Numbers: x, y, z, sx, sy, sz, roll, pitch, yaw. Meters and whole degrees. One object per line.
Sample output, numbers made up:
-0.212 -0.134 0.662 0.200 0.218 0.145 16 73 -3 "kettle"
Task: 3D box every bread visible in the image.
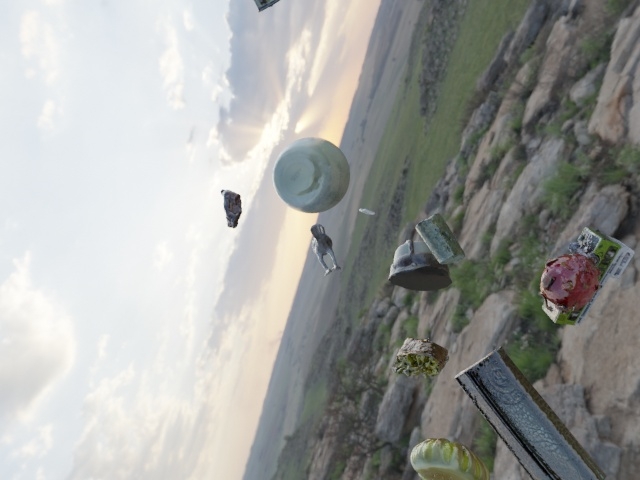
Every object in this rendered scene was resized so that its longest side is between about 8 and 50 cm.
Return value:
0.354 0.607 1.315 0.105 0.213 0.213 -59 -8 -38 "bread"

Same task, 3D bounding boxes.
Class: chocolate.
0.444 0.101 2.179 0.283 0.283 0.186 109 168 -69 "chocolate"

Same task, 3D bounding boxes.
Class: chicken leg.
-0.281 -0.111 1.518 0.205 0.053 0.093 -101 31 -42 "chicken leg"

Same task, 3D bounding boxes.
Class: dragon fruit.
0.584 0.100 1.158 0.133 0.136 0.166 52 159 46 "dragon fruit"

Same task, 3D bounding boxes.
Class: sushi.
0.386 0.467 1.902 0.179 0.166 0.296 -62 21 -15 "sushi"

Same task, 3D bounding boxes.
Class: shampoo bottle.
-0.040 -0.271 2.057 0.317 0.322 0.323 -44 -28 -70 "shampoo bottle"

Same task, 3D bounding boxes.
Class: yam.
0.453 0.002 1.835 0.194 0.107 0.107 60 163 15 "yam"

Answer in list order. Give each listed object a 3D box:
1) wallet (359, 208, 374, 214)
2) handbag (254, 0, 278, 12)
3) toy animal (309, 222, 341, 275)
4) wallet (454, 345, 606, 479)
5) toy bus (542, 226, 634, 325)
0.175 -0.109 1.850 0.083 0.044 0.011 -158 89 -78 "wallet"
-0.158 -0.953 1.564 0.325 0.327 0.163 42 -150 -45 "handbag"
0.012 0.032 1.865 0.367 0.081 0.206 -83 -28 -88 "toy animal"
0.341 0.310 0.825 0.039 0.243 0.133 -21 -23 -35 "wallet"
0.817 0.118 1.509 0.113 0.139 0.302 -96 22 -65 "toy bus"
